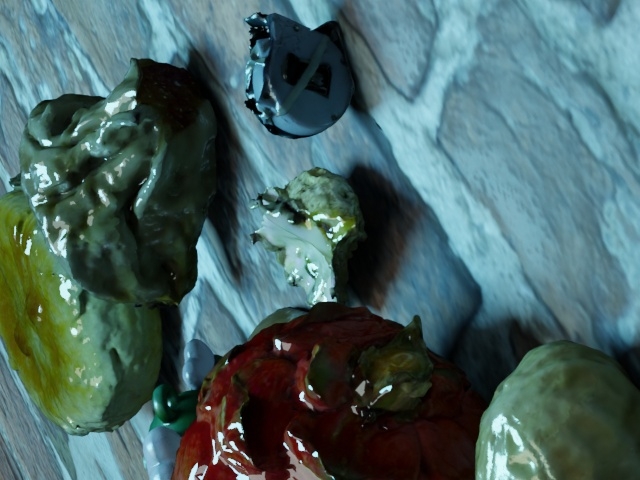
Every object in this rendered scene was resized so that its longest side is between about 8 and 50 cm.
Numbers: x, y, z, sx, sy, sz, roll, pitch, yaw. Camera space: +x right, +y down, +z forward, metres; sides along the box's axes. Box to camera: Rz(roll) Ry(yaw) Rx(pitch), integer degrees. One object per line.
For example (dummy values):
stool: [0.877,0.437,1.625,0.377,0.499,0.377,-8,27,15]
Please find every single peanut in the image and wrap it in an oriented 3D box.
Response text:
peanut: [0.172,0.215,0.996,0.120,0.136,0.298,7,114,57]

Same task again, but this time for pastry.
pastry: [-0.289,0.081,1.779,0.329,0.136,0.330,38,138,45]

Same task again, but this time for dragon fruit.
dragon fruit: [0.020,0.208,1.135,0.277,0.277,0.343,42,131,45]

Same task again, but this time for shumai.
shumai: [-0.187,-0.061,1.438,0.185,0.183,0.218,134,132,-63]

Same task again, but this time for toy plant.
toy plant: [-0.101,0.229,1.477,0.232,0.112,0.243,-51,-59,-69]

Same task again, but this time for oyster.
oyster: [-0.005,-0.004,1.278,0.133,0.072,0.209,50,167,25]

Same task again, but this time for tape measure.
tape measure: [-0.017,-0.129,1.191,0.054,0.091,0.094,-16,75,57]

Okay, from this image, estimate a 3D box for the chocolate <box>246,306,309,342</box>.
chocolate: [-0.002,0.221,1.382,0.185,0.100,0.303,16,124,55]
